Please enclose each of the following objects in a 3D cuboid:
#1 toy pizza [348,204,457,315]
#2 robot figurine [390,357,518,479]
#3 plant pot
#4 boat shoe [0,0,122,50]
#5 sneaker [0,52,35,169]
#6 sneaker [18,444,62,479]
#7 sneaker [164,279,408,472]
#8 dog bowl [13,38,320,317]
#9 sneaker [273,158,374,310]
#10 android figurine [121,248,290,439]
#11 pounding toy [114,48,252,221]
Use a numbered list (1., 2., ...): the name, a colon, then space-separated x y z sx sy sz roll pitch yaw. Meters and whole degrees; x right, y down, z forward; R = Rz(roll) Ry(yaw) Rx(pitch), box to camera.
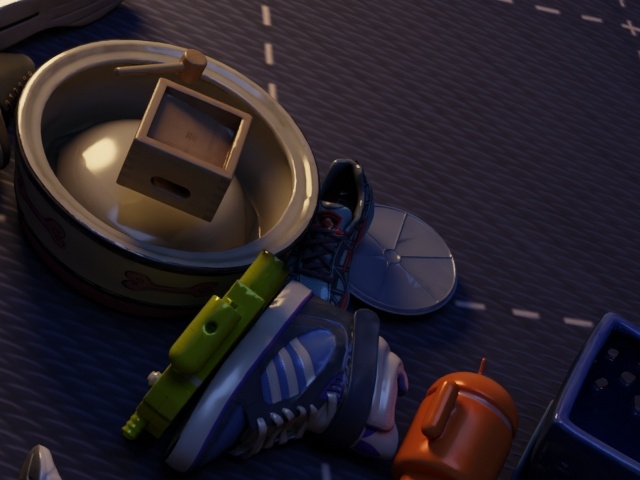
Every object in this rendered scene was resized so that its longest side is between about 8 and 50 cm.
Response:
1. toy pizza: 0.095 0.031 2.308 0.201 0.032 0.201 13 45 -13
2. robot figurine: 0.168 0.256 2.049 0.158 0.128 0.219 39 56 -14
3. plant pot: 0.382 0.273 2.094 0.236 0.212 0.236 32 42 4
4. boat shoe: -0.402 -0.372 2.373 0.119 0.121 0.335 44 44 20
5. sneaker: -0.423 -0.184 2.210 0.118 0.083 0.222 -4 51 -31
6. sneaker: -0.298 0.299 1.845 0.061 0.054 0.152 13 46 -38
7. sneaker: -0.016 0.213 2.010 0.236 0.130 0.323 37 49 1
8. dog bowl: -0.215 -0.072 2.164 0.408 0.150 0.408 15 44 -15
9. sneaker: 0.000 0.000 2.194 0.104 0.125 0.261 11 57 9
10. android figurine: -0.139 0.130 1.953 0.056 0.248 0.273 40 84 1
11. pounding toy: -0.186 -0.145 2.068 0.181 0.094 0.206 23 43 -7
